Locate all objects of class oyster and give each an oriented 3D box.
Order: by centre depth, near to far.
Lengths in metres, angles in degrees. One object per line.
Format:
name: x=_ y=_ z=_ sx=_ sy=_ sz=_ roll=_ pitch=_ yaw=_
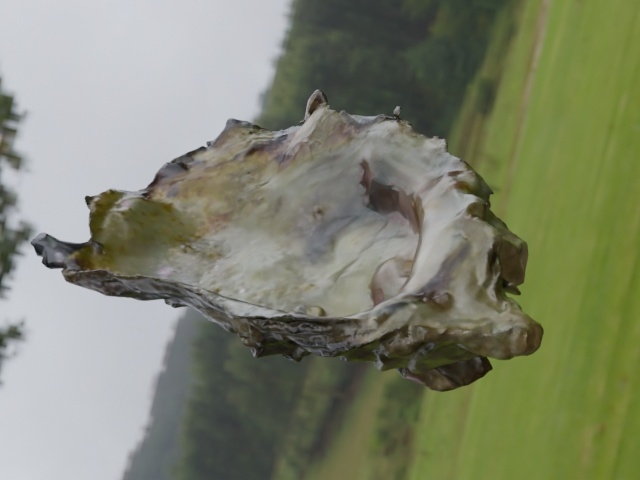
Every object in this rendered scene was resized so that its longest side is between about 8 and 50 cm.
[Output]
oyster: x=0.010 y=0.000 z=0.990 sx=0.221 sy=0.361 sz=0.096 roll=-46 pitch=-50 yaw=-32
